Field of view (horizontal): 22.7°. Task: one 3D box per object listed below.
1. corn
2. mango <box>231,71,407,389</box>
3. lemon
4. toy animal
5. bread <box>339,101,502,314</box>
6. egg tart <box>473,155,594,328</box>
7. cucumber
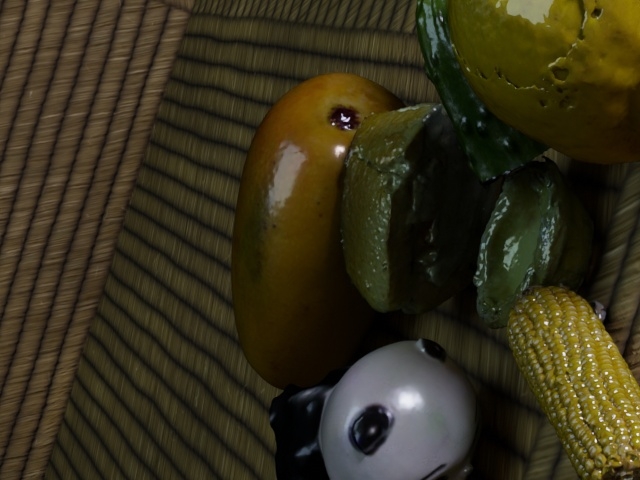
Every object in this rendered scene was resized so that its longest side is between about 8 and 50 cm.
[{"bbox_3d":[0.257,0.147,1.532,0.106,0.106,0.293,-62,25,26],"label":"corn"},{"bbox_3d":[0.000,0.000,2.082,0.300,0.232,0.445,-59,-16,-65],"label":"mango"},{"bbox_3d":[0.266,-0.217,1.523,0.297,0.297,0.297,-51,30,45],"label":"lemon"},{"bbox_3d":[0.078,0.229,1.787,0.267,0.212,0.212,-26,51,59],"label":"toy animal"},{"bbox_3d":[0.122,-0.033,1.891,0.124,0.186,0.257,-4,74,55],"label":"bread"},{"bbox_3d":[0.231,0.010,1.724,0.197,0.078,0.197,-163,90,-72],"label":"egg tart"},{"bbox_3d":[0.171,-0.188,1.696,0.244,0.134,0.134,61,155,-5],"label":"cucumber"}]
